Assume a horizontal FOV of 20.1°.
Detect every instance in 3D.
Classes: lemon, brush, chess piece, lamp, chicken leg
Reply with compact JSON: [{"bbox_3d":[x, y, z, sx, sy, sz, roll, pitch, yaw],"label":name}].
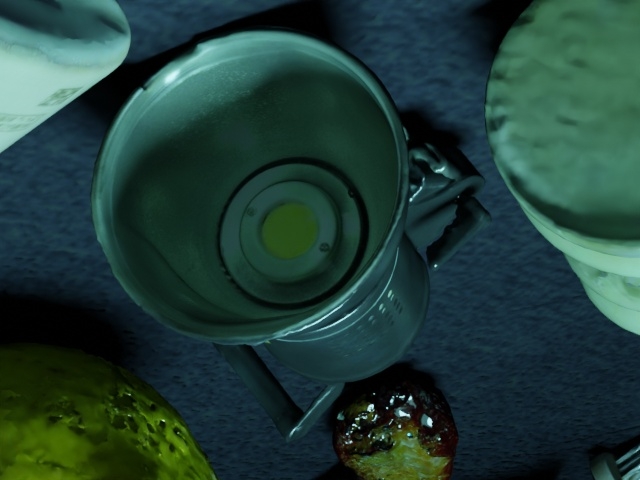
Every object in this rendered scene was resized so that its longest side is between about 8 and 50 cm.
[{"bbox_3d":[-0.188,0.192,1.008,0.310,0.258,0.258,-36,146,29],"label":"lemon"},{"bbox_3d":[0.324,0.217,1.503,0.065,0.070,0.327,-38,147,19],"label":"brush"},{"bbox_3d":[0.170,-0.022,0.920,0.144,0.144,0.251,-18,157,7],"label":"chess piece"},{"bbox_3d":[0.000,0.000,0.895,0.172,0.147,0.227,-41,158,0],"label":"lamp"},{"bbox_3d":[0.036,0.160,1.274,0.106,0.051,0.253,2,149,-17],"label":"chicken leg"}]

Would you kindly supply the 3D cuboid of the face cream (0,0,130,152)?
[{"bbox_3d":[-0.256,-0.029,0.754,0.348,0.081,0.173,-32,147,30],"label":"face cream"}]
